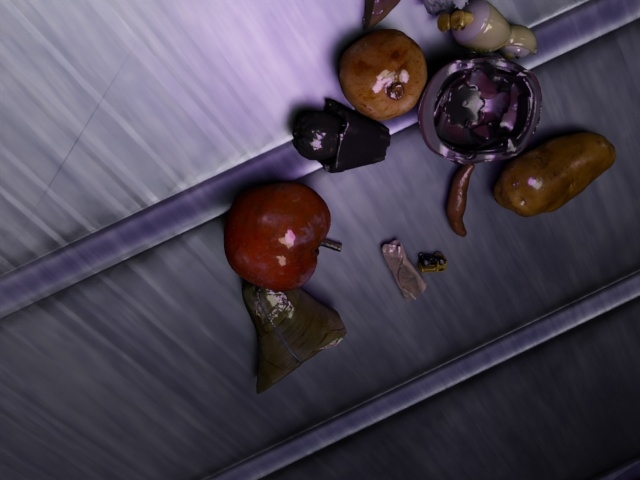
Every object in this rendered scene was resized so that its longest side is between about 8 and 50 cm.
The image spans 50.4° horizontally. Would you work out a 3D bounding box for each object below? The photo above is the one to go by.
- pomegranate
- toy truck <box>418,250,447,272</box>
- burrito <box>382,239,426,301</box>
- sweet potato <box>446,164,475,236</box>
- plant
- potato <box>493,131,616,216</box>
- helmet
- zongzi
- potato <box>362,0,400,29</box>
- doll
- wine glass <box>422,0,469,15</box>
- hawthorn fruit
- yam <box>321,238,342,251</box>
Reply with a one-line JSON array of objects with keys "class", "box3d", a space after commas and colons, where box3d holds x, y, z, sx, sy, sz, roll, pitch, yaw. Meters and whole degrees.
[{"class": "pomegranate", "box3d": [0.148, -0.393, 1.621, 0.215, 0.215, 0.215, -7, 120, -12]}, {"class": "toy truck", "box3d": [0.335, 0.067, 2.028, 0.083, 0.049, 0.054, -4, 121, -13]}, {"class": "burrito", "box3d": [0.248, 0.092, 2.006, 0.087, 0.060, 0.226, -19, 125, 19]}, {"class": "sweet potato", "box3d": [0.394, -0.106, 1.945, 0.078, 0.058, 0.255, -24, 129, -27]}, {"class": "plant", "box3d": [0.048, -0.259, 1.710, 0.256, 0.142, 0.164, 3, 118, -31]}, {"class": "potato", "box3d": [0.668, -0.189, 1.923, 0.369, 0.176, 0.196, -26, 95, -5]}, {"class": "helmet", "box3d": [0.376, -0.341, 1.724, 0.338, 0.197, 0.271, -3, 112, -11]}, {"class": "zongzi", "box3d": [-0.159, 0.267, 1.944, 0.360, 0.160, 0.323, -42, 116, 17]}, {"class": "potato", "box3d": [0.156, -0.573, 1.592, 0.100, 0.089, 0.172, -5, 118, -16]}, {"class": "doll", "box3d": [0.429, -0.506, 1.685, 0.296, 0.141, 0.117, 18, 85, -28]}, {"class": "wine glass", "box3d": [0.253, -0.679, 1.537, 0.143, 0.143, 0.321, -27, 125, 0]}, {"class": "hawthorn fruit", "box3d": [-0.110, -0.009, 1.732, 0.284, 0.284, 0.284, -7, 120, -12]}, {"class": "yam", "box3d": [0.000, 0.000, 1.908, 0.129, 0.033, 0.027, 21, 136, -21]}]
